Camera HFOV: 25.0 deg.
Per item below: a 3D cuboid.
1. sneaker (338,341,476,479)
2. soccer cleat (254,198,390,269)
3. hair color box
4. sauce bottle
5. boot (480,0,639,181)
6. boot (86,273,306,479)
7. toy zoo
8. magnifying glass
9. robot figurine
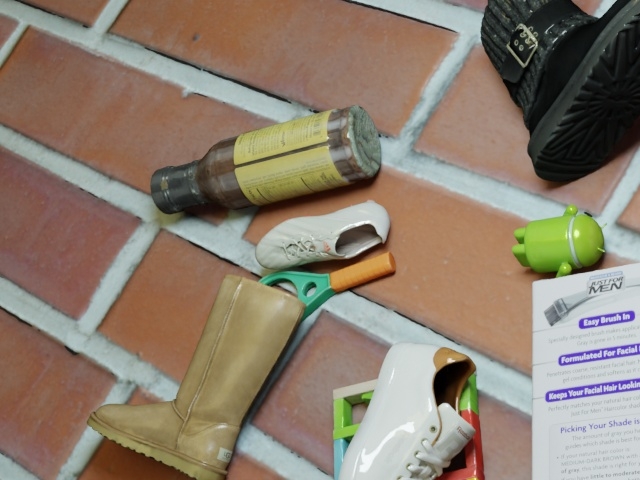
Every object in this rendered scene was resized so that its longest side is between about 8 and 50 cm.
[{"bbox_3d":[0.106,0.250,1.680,0.123,0.106,0.290,0,62,36],"label":"sneaker"},{"bbox_3d":[0.000,0.000,1.953,0.196,0.068,0.076,-19,33,13],"label":"soccer cleat"},{"bbox_3d":[0.337,0.199,1.605,0.185,0.110,0.338,-12,59,29],"label":"hair color box"},{"bbox_3d":[-0.085,-0.107,2.056,0.344,0.111,0.111,-11,58,27],"label":"sauce bottle"},{"bbox_3d":[0.329,-0.270,1.794,0.348,0.131,0.260,-51,40,42],"label":"boot"},{"bbox_3d":[-0.166,0.172,1.948,0.236,0.089,0.269,19,81,25],"label":"boot"},{"bbox_3d":[0.106,0.298,1.745,0.192,0.030,0.293,-17,56,24],"label":"toy zoo"},{"bbox_3d":[-0.005,0.065,1.959,0.231,0.026,0.092,-20,54,21],"label":"magnifying glass"},{"bbox_3d":[0.296,0.004,1.773,0.115,0.067,0.101,-9,51,28],"label":"robot figurine"}]
